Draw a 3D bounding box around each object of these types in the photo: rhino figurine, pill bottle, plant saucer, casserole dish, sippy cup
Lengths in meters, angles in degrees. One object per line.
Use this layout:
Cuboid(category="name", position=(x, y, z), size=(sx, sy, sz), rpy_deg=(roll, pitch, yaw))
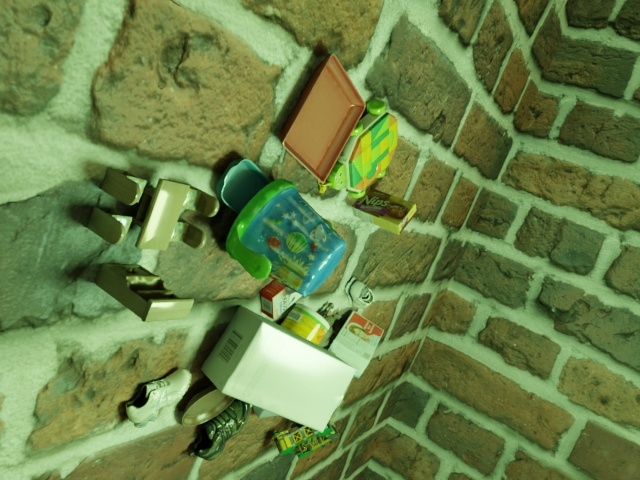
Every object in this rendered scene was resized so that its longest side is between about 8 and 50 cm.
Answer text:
Cuboid(category="rhino figurine", position=(0.007, 0.351, 1.887), size=(0.106, 0.073, 0.243), rpy_deg=(-33, 141, -50))
Cuboid(category="pill bottle", position=(-0.092, 0.336, 1.636), size=(0.245, 0.136, 0.136), rpy_deg=(-53, 151, -18))
Cuboid(category="plant saucer", position=(0.003, -0.311, 1.337), size=(0.258, 0.048, 0.259), rpy_deg=(-61, 151, -3))
Cuboid(category="casserole dish", position=(-0.181, -0.121, 1.202), size=(0.114, 0.037, 0.188), rpy_deg=(-59, 153, -8))
Cuboid(category="plant saucer", position=(-0.315, 0.455, 1.437), size=(0.169, 0.029, 0.168), rpy_deg=(-30, 149, -20))
Cuboid(category="sippy cup", position=(-0.069, 0.008, 1.238), size=(0.305, 0.224, 0.240), rpy_deg=(-46, 165, -26))

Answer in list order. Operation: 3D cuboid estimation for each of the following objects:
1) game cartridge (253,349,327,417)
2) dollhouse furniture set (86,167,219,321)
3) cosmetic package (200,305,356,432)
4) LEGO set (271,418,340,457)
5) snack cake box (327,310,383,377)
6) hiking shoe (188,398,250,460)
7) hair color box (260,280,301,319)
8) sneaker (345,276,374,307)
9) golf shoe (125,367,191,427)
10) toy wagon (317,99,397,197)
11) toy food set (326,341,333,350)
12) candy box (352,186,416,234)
Cuboid(category="game cartridge", position=(-0.100, 0.492, 1.783), size=(0.294, 0.060, 0.196), rpy_deg=(-50, 156, 5))
Cuboid(category="dollhouse furniture set", position=(-0.302, 0.008, 0.973), size=(0.212, 0.161, 0.241), rpy_deg=(8, 107, -61))
Cuboid(category="cosmetic package", position=(-0.107, 0.368, 1.454), size=(0.385, 0.156, 0.217), rpy_deg=(37, 81, -34))
Cuboid(category="LEGO set", position=(-0.068, 0.711, 2.021), size=(0.255, 0.192, 0.331), rpy_deg=(-34, 149, 8))
Cuboid(category="snack cake box", position=(0.135, 0.393, 1.973), size=(0.089, 0.152, 0.264), rpy_deg=(-63, 171, 24))
Cuboid(category="hiking shoe", position=(-0.296, 0.557, 1.536), size=(0.226, 0.086, 0.114), rpy_deg=(-57, 155, -10))
Cuboid(category="hair color box", position=(-0.104, 0.151, 1.547), size=(0.167, 0.053, 0.093), rpy_deg=(-39, 143, -39))
Cuboid(category="sneaker", position=(0.168, 0.229, 2.031), size=(0.090, 0.095, 0.235), rpy_deg=(-59, 153, -12))
Cuboid(category="golf shoe", position=(-0.390, 0.367, 1.241), size=(0.176, 0.069, 0.086), rpy_deg=(-44, 141, -33))
Cuboid(category="toy wagon", position=(0.121, -0.252, 1.566), size=(0.344, 0.068, 0.267), rpy_deg=(-46, 147, -29))
Cuboid(category="toy food set", position=(0.000, 0.488, 2.004), size=(0.232, 0.105, 0.111), rpy_deg=(-55, 143, -54))
Cuboid(category="candy box", position=(0.214, -0.102, 1.723), size=(0.109, 0.187, 0.053), rpy_deg=(-49, 146, -24))
